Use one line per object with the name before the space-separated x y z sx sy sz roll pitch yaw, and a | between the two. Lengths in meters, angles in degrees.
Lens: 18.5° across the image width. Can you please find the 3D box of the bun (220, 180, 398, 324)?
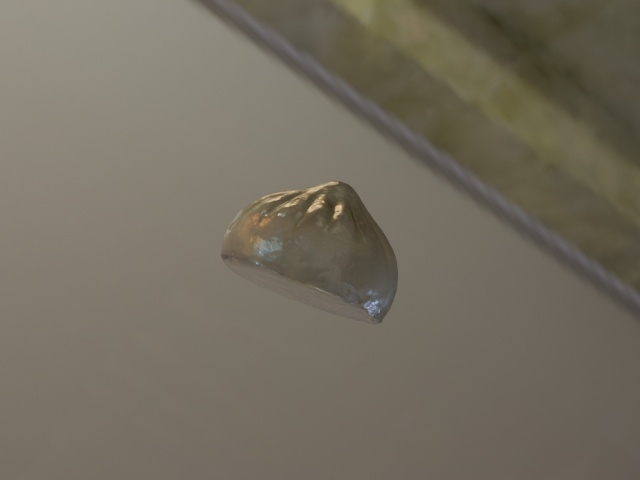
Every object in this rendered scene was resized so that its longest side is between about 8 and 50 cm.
bun | 0.000 0.000 1.465 0.138 0.138 0.094 24 -95 -26
